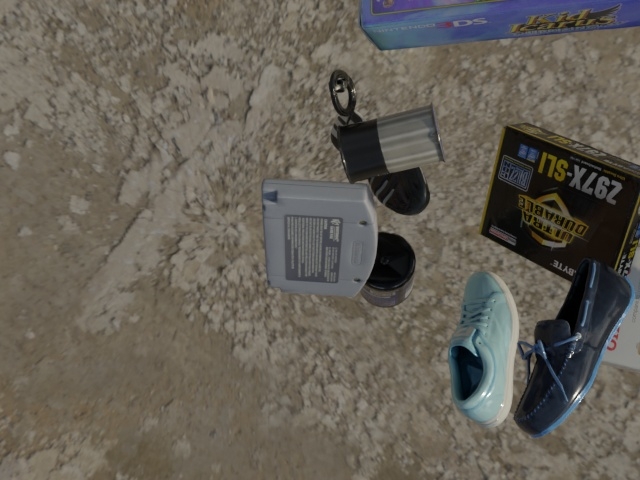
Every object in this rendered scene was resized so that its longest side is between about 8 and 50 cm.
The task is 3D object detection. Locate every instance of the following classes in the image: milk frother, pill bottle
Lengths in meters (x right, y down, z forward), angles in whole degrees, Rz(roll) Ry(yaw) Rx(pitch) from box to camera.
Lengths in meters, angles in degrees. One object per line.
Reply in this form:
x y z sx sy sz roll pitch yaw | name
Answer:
0.088 -0.167 1.054 0.135 0.129 0.143 -13 121 11 | milk frother
0.133 0.070 1.600 0.123 0.219 0.122 -1 72 4 | pill bottle

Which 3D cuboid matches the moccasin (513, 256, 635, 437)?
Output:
0.412 0.176 1.339 0.117 0.138 0.342 41 63 -8 | moccasin

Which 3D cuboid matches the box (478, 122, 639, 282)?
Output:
0.487 -0.067 1.560 0.079 0.322 0.257 -13 123 -39 | box

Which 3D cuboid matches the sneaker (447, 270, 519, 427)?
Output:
0.351 0.216 1.711 0.150 0.135 0.366 34 48 -43 | sneaker

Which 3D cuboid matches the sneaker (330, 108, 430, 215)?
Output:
0.150 -0.143 1.438 0.162 0.281 0.106 9 125 -43 | sneaker

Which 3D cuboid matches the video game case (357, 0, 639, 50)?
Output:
0.159 -0.257 0.489 0.269 0.061 0.244 -1 85 18 | video game case

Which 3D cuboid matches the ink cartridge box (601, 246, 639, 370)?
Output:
0.819 0.182 1.770 0.385 0.160 0.279 12 84 9 | ink cartridge box

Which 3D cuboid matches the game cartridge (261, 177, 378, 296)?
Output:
0.000 0.000 1.355 0.198 0.297 0.062 0 54 -2 | game cartridge
